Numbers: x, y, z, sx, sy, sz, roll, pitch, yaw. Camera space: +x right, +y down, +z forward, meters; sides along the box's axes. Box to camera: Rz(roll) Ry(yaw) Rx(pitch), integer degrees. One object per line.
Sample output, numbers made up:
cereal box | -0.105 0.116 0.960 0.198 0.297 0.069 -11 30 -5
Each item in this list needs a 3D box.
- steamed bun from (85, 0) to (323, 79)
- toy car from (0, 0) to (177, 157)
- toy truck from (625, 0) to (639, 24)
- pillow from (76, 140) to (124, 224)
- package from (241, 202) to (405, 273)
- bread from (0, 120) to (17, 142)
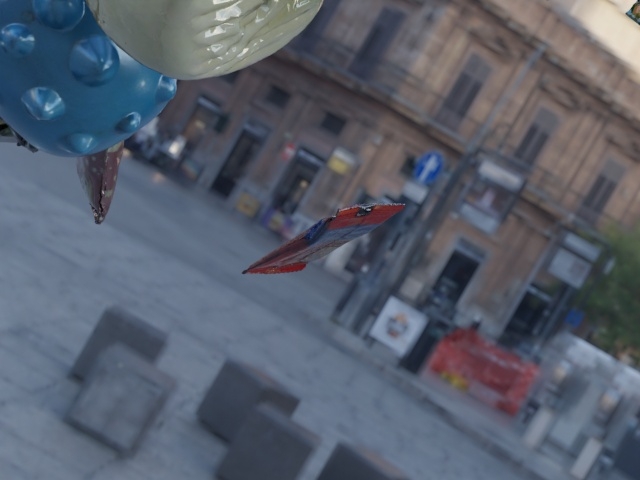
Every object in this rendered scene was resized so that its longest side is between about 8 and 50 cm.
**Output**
steamed bun | -0.084 -0.311 1.013 0.247 0.339 0.352 35 -20 18
toy car | -0.228 -0.190 1.242 0.255 0.189 0.190 63 -13 -22
toy truck | 0.392 -0.261 1.387 0.110 0.116 0.216 31 -31 -25
pillow | -0.221 -0.120 1.440 0.043 0.185 0.118 -2 31 -23
package | 0.000 0.000 1.446 0.083 0.022 0.200 -9 -14 -35
bread | -0.365 -0.300 1.633 0.251 0.376 0.208 26 -4 17
